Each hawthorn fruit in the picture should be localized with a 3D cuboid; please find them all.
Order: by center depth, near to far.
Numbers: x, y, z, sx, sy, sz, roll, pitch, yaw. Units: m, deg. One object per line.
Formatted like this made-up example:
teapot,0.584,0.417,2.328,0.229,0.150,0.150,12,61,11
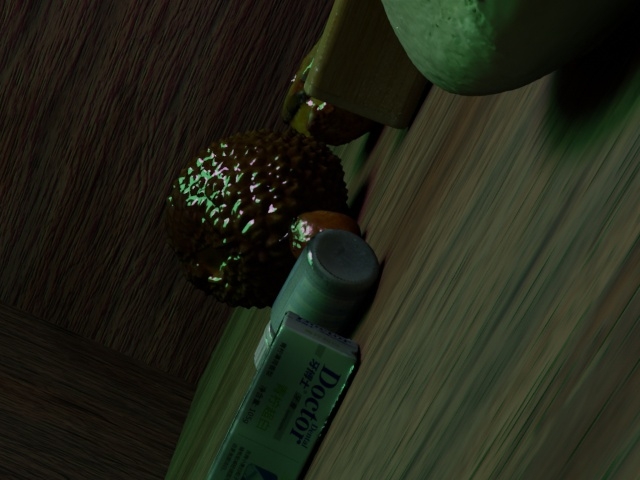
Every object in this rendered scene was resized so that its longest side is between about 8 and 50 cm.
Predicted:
hawthorn fruit,0.000,0.000,1.361,0.081,0.093,0.081,-157,90,-84

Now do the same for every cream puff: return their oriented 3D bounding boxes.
cream puff,0.039,-0.249,1.751,0.240,0.164,0.240,-52,-1,-1

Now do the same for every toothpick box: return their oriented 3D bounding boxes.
toothpick box,0.101,-0.319,1.381,0.187,0.190,0.308,-79,10,-61

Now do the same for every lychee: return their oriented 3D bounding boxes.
lychee,-0.081,-0.038,1.571,0.267,0.267,0.267,-156,90,-85

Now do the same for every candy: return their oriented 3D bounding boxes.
candy,0.124,-0.221,0.676,0.295,0.185,0.295,-59,6,10

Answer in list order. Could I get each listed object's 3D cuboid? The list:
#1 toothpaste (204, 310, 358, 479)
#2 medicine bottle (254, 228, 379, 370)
toothpaste,-0.069,0.235,1.069,0.067,0.081,0.336,-75,10,-79
medicine bottle,-0.011,0.079,1.179,0.203,0.083,0.083,-58,9,44
